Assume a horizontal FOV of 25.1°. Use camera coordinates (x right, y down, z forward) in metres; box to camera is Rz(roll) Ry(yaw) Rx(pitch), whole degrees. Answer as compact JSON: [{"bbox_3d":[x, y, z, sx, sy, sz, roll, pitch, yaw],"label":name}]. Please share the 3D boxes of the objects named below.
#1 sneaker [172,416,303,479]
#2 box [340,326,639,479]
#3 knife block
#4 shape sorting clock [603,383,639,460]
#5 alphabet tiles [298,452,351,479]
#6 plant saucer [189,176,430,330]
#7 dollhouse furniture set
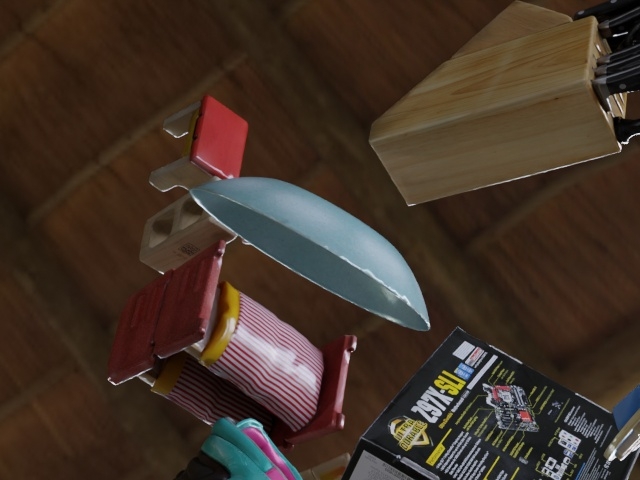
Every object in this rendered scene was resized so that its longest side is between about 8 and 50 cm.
[{"bbox_3d":[-0.105,0.238,1.241,0.123,0.178,0.295,54,-30,-10],"label":"sneaker"},{"bbox_3d":[0.196,0.236,1.553,0.257,0.322,0.079,27,-64,13],"label":"box"},{"bbox_3d":[0.211,-0.117,1.264,0.276,0.242,0.088,-41,-56,-10],"label":"knife block"},{"bbox_3d":[0.322,0.118,1.247,0.206,0.040,0.206,-37,-17,-13],"label":"shape sorting clock"},{"bbox_3d":[0.010,0.417,1.708,0.343,0.285,0.011,-29,-8,36],"label":"alphabet tiles"},{"bbox_3d":[0.000,0.000,1.009,0.195,0.195,0.037,40,-103,-46],"label":"plant saucer"},{"bbox_3d":[-0.076,0.024,1.531,0.201,0.374,0.152,35,-46,-30],"label":"dollhouse furniture set"}]
